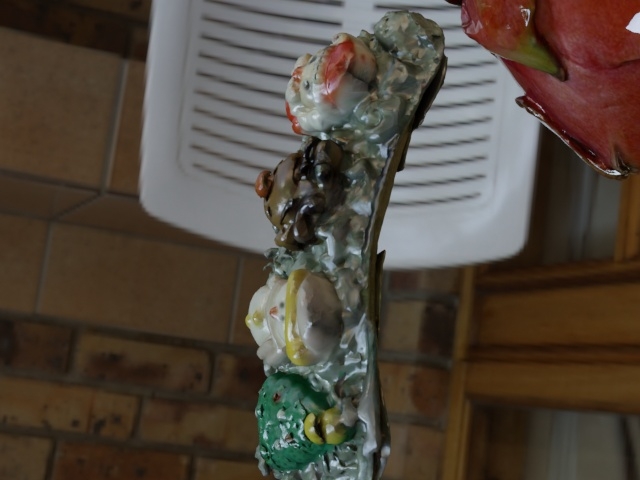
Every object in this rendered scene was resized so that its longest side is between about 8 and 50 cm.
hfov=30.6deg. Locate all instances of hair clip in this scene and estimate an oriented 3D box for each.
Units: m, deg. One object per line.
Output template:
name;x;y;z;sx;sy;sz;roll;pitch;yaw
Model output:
hair clip;-0.002;0.000;0.749;0.091;0.321;0.138;18;161;-30

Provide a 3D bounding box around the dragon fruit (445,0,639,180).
dragon fruit;0.205;-0.130;0.540;0.315;0.250;0.250;-14;175;-12
